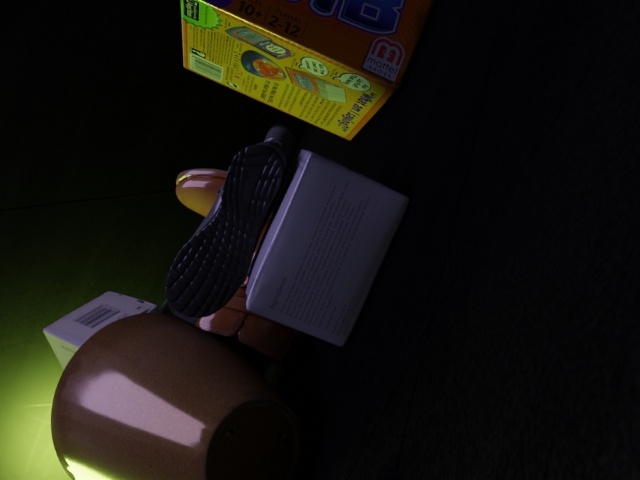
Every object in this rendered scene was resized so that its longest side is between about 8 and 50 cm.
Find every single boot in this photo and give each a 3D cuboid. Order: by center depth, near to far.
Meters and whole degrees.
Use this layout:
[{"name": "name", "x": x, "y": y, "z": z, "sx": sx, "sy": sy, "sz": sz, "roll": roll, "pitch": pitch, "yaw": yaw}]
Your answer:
[{"name": "boot", "x": -0.099, "y": -0.025, "z": 0.939, "sx": 0.246, "sy": 0.083, "sz": 0.161, "roll": -59, "pitch": 2, "yaw": 16}, {"name": "boot", "x": -0.122, "y": 0.033, "z": 1.046, "sx": 0.109, "sy": 0.284, "sz": 0.220, "roll": 82, "pitch": -147, "yaw": -70}]

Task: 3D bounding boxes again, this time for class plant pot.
[{"name": "plant pot", "x": -0.144, "y": 0.212, "z": 0.835, "sx": 0.254, "sy": 0.237, "sz": 0.237, "roll": 3, "pitch": 68, "yaw": 52}]

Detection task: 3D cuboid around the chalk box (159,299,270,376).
[{"name": "chalk box", "x": -0.127, "y": 0.098, "z": 1.166, "sx": 0.289, "sy": 0.180, "sz": 0.179, "roll": -59, "pitch": 1, "yaw": -35}]

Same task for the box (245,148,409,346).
[{"name": "box", "x": 0.000, "y": 0.000, "z": 0.862, "sx": 0.181, "sy": 0.119, "sz": 0.181, "roll": -117, "pitch": 50, "yaw": -80}]

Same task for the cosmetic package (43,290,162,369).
[{"name": "cosmetic package", "x": -0.242, "y": 0.234, "z": 1.027, "sx": 0.113, "sy": 0.309, "sz": 0.160, "roll": -33, "pitch": 23, "yaw": -32}]

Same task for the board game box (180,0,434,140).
[{"name": "board game box", "x": -0.007, "y": -0.437, "z": 1.289, "sx": 0.356, "sy": 0.356, "sz": 0.356, "roll": 151, "pitch": 141, "yaw": -79}]
